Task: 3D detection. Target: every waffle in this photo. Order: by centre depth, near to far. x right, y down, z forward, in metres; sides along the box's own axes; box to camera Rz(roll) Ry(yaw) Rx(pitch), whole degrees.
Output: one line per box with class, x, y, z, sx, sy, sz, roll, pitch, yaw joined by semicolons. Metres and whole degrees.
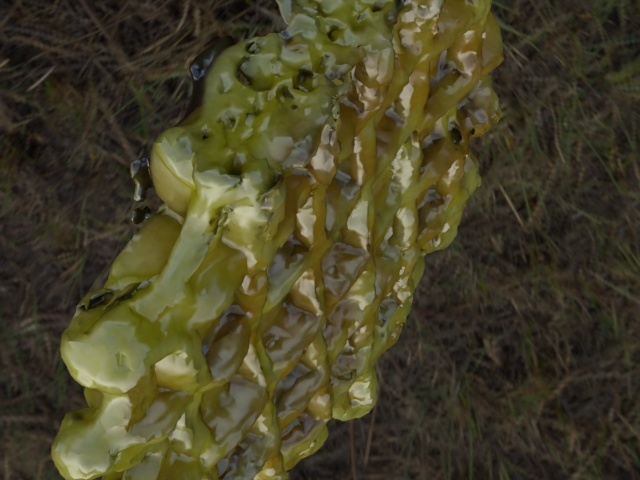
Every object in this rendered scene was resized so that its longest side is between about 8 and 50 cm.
waffle;-0.003;-0.001;0.518;0.060;0.312;0.307;25;110;21
